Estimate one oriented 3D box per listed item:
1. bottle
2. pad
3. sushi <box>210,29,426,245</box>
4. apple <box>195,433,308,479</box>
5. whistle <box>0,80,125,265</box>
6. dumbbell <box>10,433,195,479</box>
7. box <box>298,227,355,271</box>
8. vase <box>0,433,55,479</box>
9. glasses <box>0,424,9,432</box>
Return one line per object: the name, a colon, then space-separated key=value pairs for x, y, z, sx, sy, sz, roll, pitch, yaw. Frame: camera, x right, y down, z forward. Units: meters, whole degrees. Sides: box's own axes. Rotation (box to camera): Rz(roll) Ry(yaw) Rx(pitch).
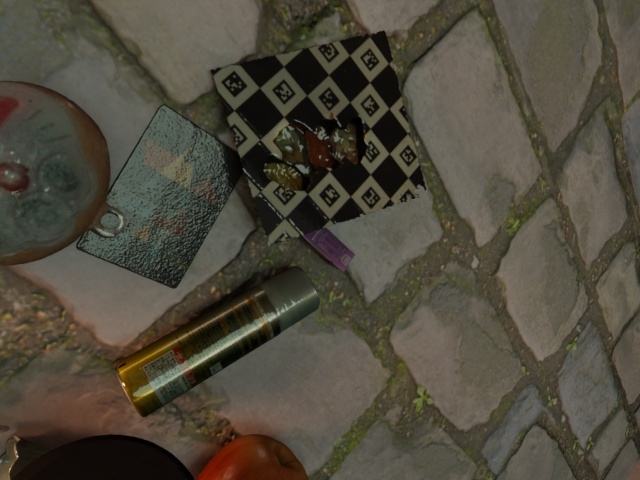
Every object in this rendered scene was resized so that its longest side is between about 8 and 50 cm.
bottle: x=-0.135 y=0.133 z=0.634 sx=0.286 sy=0.082 sz=0.082 roll=-28 pitch=116 yaw=-22
pad: x=-0.201 y=-0.053 z=0.591 sx=0.143 sy=0.003 sz=0.211 roll=31 pitch=85 yaw=-34
sushi: x=0.007 y=-0.153 z=0.668 sx=0.290 sy=0.050 sz=0.264 roll=-21 pitch=99 yaw=-23
apple: x=-0.104 y=0.397 z=0.674 sx=0.199 sy=0.199 sz=0.199 roll=-9 pitch=107 yaw=-30
whistle: x=-0.344 y=-0.094 z=0.402 sx=0.347 sy=0.189 sz=0.189 roll=31 pitch=85 yaw=-23
dumbbell: x=-0.265 y=0.385 z=0.481 sx=0.203 sy=0.204 sz=0.323 roll=9 pitch=123 yaw=-33
box: x=0.000 y=0.000 z=0.702 sx=0.117 sy=0.050 sz=0.036 roll=43 pitch=78 yaw=-34
vase: x=-0.321 y=0.296 z=0.567 sx=0.148 sy=0.081 sz=0.081 roll=24 pitch=90 yaw=-37
glasses: x=-0.424 y=0.209 z=0.508 sx=0.140 sy=0.062 sz=0.104 roll=-43 pitch=143 yaw=-15
